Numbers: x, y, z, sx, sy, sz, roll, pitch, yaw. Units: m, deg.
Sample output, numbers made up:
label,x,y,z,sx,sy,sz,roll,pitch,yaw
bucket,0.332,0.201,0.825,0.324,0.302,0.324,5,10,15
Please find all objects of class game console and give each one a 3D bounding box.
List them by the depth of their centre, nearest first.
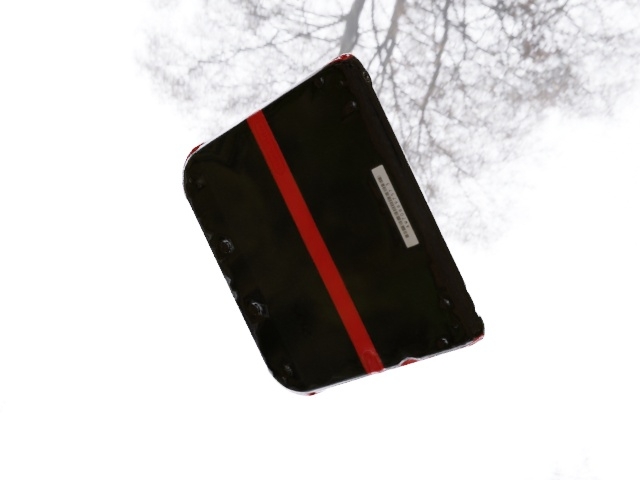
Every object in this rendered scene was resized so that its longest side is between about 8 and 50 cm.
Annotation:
label,x,y,z,sx,sy,sz,roll,pitch,yaw
game console,0.000,0.000,1.129,0.060,0.342,0.386,-27,-88,-54
